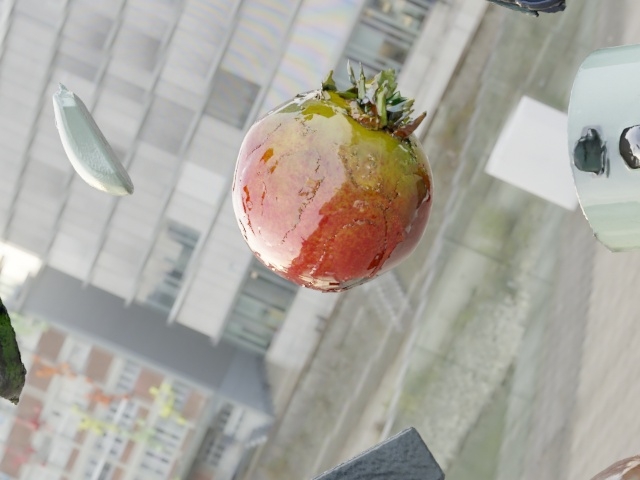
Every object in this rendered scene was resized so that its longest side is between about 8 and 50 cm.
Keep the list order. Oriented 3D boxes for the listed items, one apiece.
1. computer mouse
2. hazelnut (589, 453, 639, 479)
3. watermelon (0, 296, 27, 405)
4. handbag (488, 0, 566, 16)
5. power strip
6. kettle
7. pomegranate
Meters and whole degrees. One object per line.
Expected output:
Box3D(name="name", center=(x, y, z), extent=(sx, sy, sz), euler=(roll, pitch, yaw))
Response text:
Box3D(name="computer mouse", center=(-0.321, -0.130, 1.836), extent=(0.056, 0.181, 0.089), euler=(-31, 7, -3))
Box3D(name="hazelnut", center=(0.409, 0.345, 1.643), extent=(0.214, 0.214, 0.176), euler=(117, 148, -59))
Box3D(name="watermelon", center=(-0.403, 0.075, 1.532), extent=(0.063, 0.245, 0.119), euler=(-27, -9, -22))
Box3D(name="handbag", center=(0.202, -0.464, 1.622), extent=(0.122, 0.303, 0.329), euler=(-39, -31, -75))
Box3D(name="power strip", center=(0.068, 0.393, 2.130), extent=(0.257, 0.105, 0.070), euler=(-21, -20, -32))
Box3D(name="kettle", center=(0.316, -0.073, 0.978), extent=(0.240, 0.255, 0.165), euler=(-9, -84, -53))
Box3D(name="pomegranate", center=(0.018, -0.061, 1.359), extent=(0.235, 0.210, 0.210), euler=(-60, 4, 20))
